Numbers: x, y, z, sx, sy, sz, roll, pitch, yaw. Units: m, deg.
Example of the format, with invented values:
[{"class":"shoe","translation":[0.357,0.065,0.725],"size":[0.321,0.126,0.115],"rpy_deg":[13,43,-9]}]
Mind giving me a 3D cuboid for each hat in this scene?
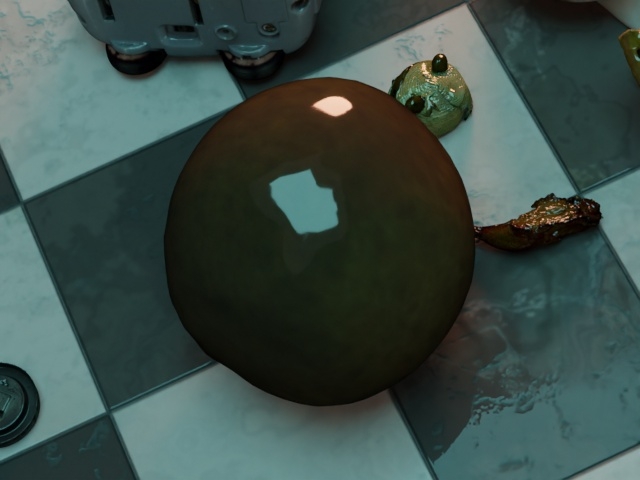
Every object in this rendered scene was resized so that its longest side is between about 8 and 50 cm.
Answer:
[{"class":"hat","translation":[0.108,-0.146,1.793],"size":[0.077,0.059,0.076],"rpy_deg":[-38,70,-15]}]

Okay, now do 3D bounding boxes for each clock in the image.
[{"class":"clock","translation":[-0.309,0.158,1.729],"size":[0.085,0.017,0.085],"rpy_deg":[-3,65,6]}]

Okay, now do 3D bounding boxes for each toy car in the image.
[{"class":"toy car","translation":[-0.125,-0.300,1.839],"size":[0.270,0.180,0.212],"rpy_deg":[3,56,10]}]

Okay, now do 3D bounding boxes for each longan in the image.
[{"class":"longan","translation":[0.003,-0.003,1.626],"size":[0.297,0.297,0.297],"rpy_deg":[-3,65,6]}]

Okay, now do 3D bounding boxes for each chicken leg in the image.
[{"class":"chicken leg","translation":[0.198,-0.016,1.732],"size":[0.145,0.037,0.062],"rpy_deg":[-16,42,0]}]

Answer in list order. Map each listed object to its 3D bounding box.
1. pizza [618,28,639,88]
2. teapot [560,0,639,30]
[{"class":"pizza","translation":[0.523,-0.159,1.612],"size":[0.440,0.130,0.406],"rpy_deg":[40,106,11]},{"class":"teapot","translation":[0.250,-0.338,1.821],"size":[0.204,0.139,0.298],"rpy_deg":[-34,68,-6]}]
